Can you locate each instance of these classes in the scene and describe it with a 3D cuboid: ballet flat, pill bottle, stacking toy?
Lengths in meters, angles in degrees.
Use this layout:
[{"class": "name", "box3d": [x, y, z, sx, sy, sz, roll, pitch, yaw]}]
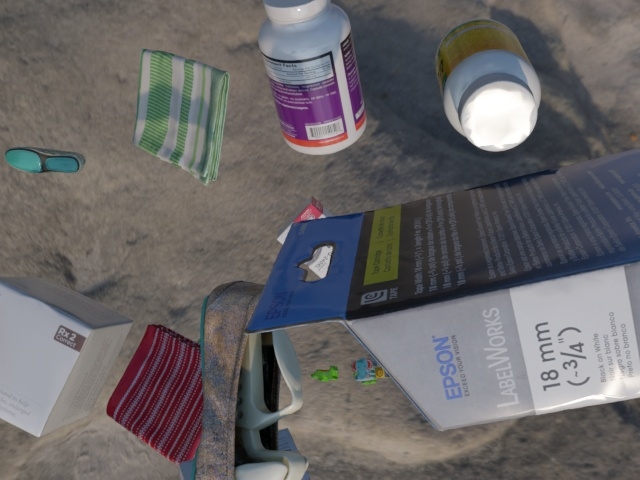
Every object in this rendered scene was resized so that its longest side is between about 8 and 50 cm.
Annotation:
[{"class": "ballet flat", "box3d": [-0.068, 0.191, 0.812, 0.106, 0.107, 0.316, -9, 76, 25]}, {"class": "pill bottle", "box3d": [-0.017, -0.342, 1.604, 0.181, 0.323, 0.181, -8, 41, 7]}, {"class": "ballet flat", "box3d": [-0.582, -0.171, 1.723, 0.168, 0.052, 0.057, 9, 115, 2]}, {"class": "pill bottle", "box3d": [0.208, -0.193, 1.009, 0.118, 0.208, 0.117, 1, 122, 2]}, {"class": "stacking toy", "box3d": [0.117, 0.250, 1.612, 0.167, 0.221, 0.052, 18, 64, -52]}]

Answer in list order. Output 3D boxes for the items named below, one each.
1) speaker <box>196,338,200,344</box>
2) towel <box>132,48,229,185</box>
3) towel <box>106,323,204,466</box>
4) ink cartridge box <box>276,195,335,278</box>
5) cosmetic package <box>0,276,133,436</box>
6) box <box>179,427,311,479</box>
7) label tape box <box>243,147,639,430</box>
[{"class": "speaker", "box3d": [-0.232, 0.353, 1.868, 0.131, 0.131, 0.296, 2, 36, -14]}, {"class": "towel", "box3d": [-0.317, -0.281, 1.789, 0.038, 0.325, 0.248, -7, 114, -41]}, {"class": "towel", "box3d": [-0.270, 0.270, 1.451, 0.031, 0.275, 0.199, 37, 76, -43]}, {"class": "ink cartridge box", "box3d": [0.000, 0.000, 1.702, 0.150, 0.063, 0.109, 41, 103, -11]}, {"class": "cosmetic package", "box3d": [-0.366, 0.145, 1.067, 0.151, 0.184, 0.151, 25, 89, 5]}, {"class": "box", "box3d": [-0.072, 0.328, 0.959, 0.145, 0.038, 0.186, -14, 50, -18]}, {"class": "label tape box", "box3d": [0.133, 0.034, 0.635, 0.334, 0.240, 0.106, -12, 108, 11]}]
